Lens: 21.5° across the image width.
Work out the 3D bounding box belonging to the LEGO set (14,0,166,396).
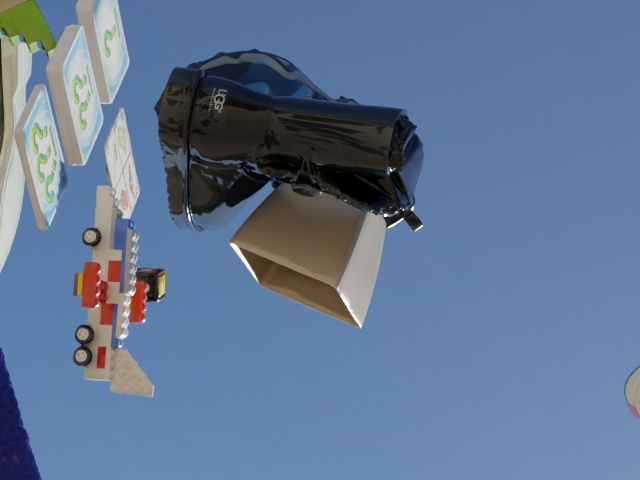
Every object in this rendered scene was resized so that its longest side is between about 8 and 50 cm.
[{"bbox_3d":[-0.127,-0.025,1.085,0.060,0.182,0.244,3,-50,10],"label":"LEGO set"}]

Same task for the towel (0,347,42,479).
[{"bbox_3d":[-0.348,0.184,1.191,0.076,0.308,0.227,-14,-87,49],"label":"towel"}]

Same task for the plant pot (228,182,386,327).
[{"bbox_3d":[0.000,0.000,1.489,0.109,0.096,0.109,22,-16,22],"label":"plant pot"}]

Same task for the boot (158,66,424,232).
[{"bbox_3d":[-0.022,-0.055,1.421,0.207,0.094,0.246,13,-21,6],"label":"boot"}]

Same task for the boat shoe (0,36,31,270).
[{"bbox_3d":[-0.370,-0.112,1.804,0.099,0.116,0.319,6,-82,0],"label":"boat shoe"}]

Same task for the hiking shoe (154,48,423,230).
[{"bbox_3d":[-0.019,-0.094,1.616,0.113,0.304,0.132,-54,-131,23],"label":"hiking shoe"}]

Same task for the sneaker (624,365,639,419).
[{"bbox_3d":[0.329,0.102,1.304,0.178,0.077,0.072,-35,-70,3],"label":"sneaker"}]

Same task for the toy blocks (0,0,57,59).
[{"bbox_3d":[-0.431,-0.278,1.479,0.261,0.191,0.381,-26,-89,-7],"label":"toy blocks"}]
